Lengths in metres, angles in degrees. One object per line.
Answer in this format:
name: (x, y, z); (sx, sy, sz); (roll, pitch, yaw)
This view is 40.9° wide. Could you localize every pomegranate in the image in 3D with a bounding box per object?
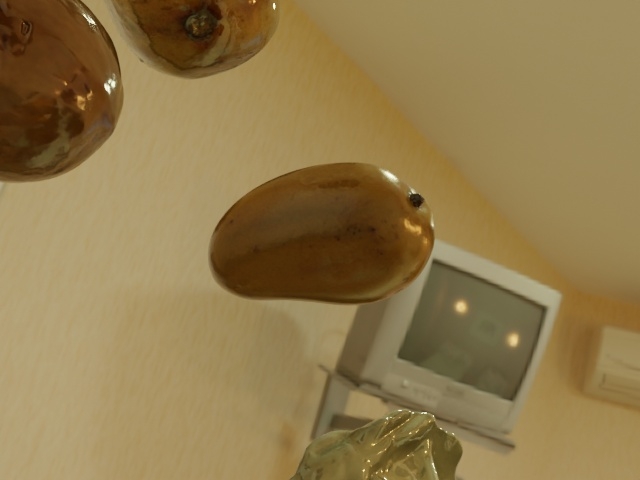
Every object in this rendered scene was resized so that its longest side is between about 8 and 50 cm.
pomegranate: (-0.167, -0.340, 1.115); (0.260, 0.260, 0.260); (15, -20, 6)

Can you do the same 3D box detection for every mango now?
mango: (0.000, 0.000, 0.429); (0.114, 0.060, 0.080); (-11, -43, 12)

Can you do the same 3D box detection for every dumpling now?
dumpling: (0.025, 0.233, 0.625); (0.147, 0.258, 0.193); (11, -32, 45)

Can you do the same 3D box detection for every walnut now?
walnut: (-0.324, -0.170, 0.778); (0.298, 0.203, 0.203); (22, -21, -17)
